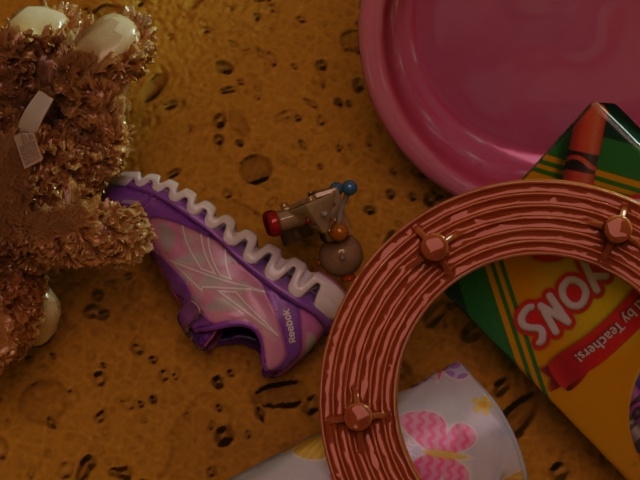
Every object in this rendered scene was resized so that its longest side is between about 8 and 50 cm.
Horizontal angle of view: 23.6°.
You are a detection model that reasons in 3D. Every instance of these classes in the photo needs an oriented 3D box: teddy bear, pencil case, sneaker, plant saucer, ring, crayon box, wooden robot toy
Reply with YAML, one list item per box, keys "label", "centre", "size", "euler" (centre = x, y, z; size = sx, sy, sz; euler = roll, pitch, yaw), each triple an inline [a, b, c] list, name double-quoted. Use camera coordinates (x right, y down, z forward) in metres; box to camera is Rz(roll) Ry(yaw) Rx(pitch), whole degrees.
- label: "teddy bear"
  centre: [-0.232, -0.043, 1.264]
  size: [0.245, 0.113, 0.338]
  euler: [-6, 72, 24]
- label: "pencil case"
  centre: [0.027, 0.205, 1.199]
  size: [0.273, 0.113, 0.124]
  euler: [-28, 91, -11]
- label: "sneaker"
  centre: [-0.094, 0.032, 1.276]
  size: [0.236, 0.095, 0.104]
  euler: [32, 79, 9]
- label: "plant saucer"
  centre: [0.198, -0.182, 1.289]
  size: [0.332, 0.084, 0.332]
  euler: [1, 111, 2]
- label: "ring"
  centre: [0.166, 0.116, 1.136]
  size: [0.336, 0.032, 0.336]
  euler: [0, 81, 2]
- label: "crayon box"
  centre: [0.271, 0.068, 1.223]
  size: [0.318, 0.081, 0.202]
  euler: [45, 109, 14]
- label: "wooden robot toy"
  centre: [0.000, 0.000, 1.253]
  size: [0.076, 0.173, 0.079]
  euler: [-22, 93, -5]
